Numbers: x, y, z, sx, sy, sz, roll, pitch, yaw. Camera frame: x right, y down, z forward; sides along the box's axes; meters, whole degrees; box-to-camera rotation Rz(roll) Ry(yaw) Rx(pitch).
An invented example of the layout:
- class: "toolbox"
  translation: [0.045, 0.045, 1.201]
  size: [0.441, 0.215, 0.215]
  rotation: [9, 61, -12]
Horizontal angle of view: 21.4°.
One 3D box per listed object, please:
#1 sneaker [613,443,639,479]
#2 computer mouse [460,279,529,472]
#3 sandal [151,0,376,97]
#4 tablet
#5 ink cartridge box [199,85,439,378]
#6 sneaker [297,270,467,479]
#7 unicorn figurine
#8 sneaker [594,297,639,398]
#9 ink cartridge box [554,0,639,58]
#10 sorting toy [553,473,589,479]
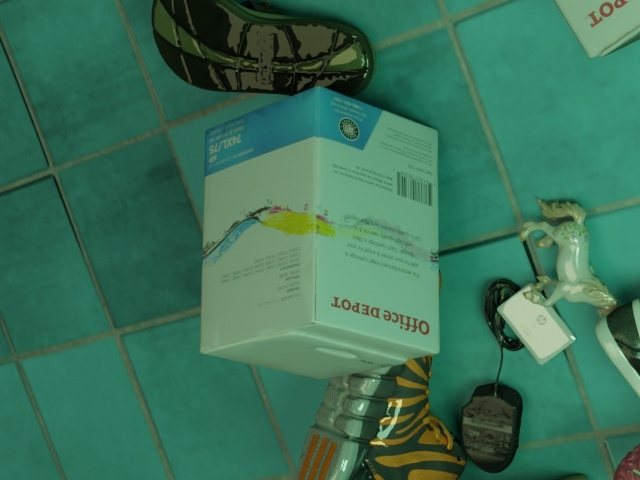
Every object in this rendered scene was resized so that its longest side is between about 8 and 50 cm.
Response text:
- class: "sneaker"
  translation: [0.441, 0.302, 1.737]
  size: [0.299, 0.121, 0.112]
  rotation: [23, 137, 7]
- class: "computer mouse"
  translation: [0.210, 0.159, 1.985]
  size: [0.071, 0.041, 0.242]
  rotation: [13, 109, 22]
- class: "sandal"
  translation: [-0.069, -0.233, 2.035]
  size: [0.303, 0.086, 0.120]
  rotation: [16, 113, 19]
- class: "tablet"
  translation: [0.246, 0.095, 1.927]
  size: [0.054, 0.006, 0.083]
  rotation: [-40, 86, 22]
- class: "ink cartridge box"
  translation: [0.000, 0.000, 1.911]
  size: [0.197, 0.198, 0.270]
  rotation: [-17, 65, 43]
- class: "sneaker"
  translation: [0.104, 0.183, 2.034]
  size: [0.125, 0.180, 0.321]
  rotation: [25, 92, 59]
- class: "unicorn figurine"
  translation: [0.276, 0.034, 1.854]
  size: [0.111, 0.060, 0.161]
  rotation: [-5, 104, 43]
- class: "sneaker"
  translation: [0.398, 0.144, 1.783]
  size: [0.121, 0.079, 0.217]
  rotation: [-36, 97, 25]
- class: "ink cartridge box"
  translation: [0.289, -0.365, 1.628]
  size: [0.223, 0.129, 0.307]
  rotation: [-35, 83, 42]
- class: "sorting toy"
  translation: [0.183, 0.321, 1.962]
  size: [0.208, 0.193, 0.038]
  rotation: [-21, 83, 45]
